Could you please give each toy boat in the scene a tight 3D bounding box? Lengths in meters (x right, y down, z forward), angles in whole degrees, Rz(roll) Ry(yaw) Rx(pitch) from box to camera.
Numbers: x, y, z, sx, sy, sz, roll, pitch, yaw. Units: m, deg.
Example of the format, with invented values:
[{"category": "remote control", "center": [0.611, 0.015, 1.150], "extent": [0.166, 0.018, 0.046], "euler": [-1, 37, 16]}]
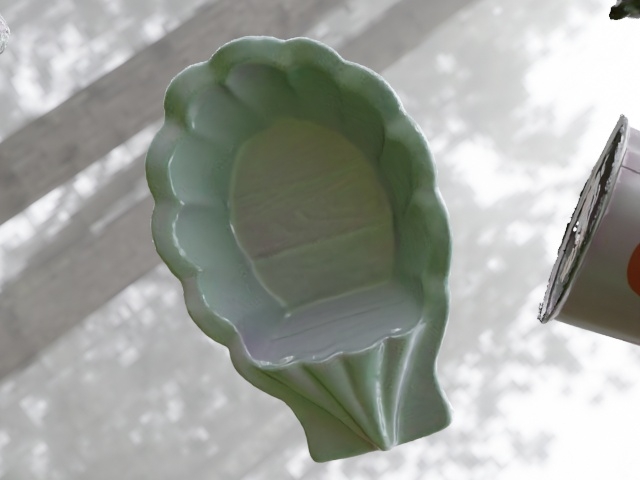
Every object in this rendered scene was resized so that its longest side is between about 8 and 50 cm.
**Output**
[{"category": "toy boat", "center": [0.000, 0.000, 1.322], "extent": [0.199, 0.100, 0.290], "euler": [-16, -84, 17]}]

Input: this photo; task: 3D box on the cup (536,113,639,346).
[{"category": "cup", "center": [0.355, 0.035, 1.699], "extent": [0.288, 0.203, 0.203], "euler": [21, -34, 1]}]

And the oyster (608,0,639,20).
[{"category": "oyster", "center": [0.324, -0.207, 1.074], "extent": [0.361, 0.096, 0.221], "euler": [8, -41, 7]}]

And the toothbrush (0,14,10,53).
[{"category": "toothbrush", "center": [-0.217, -0.184, 0.757], "extent": [0.288, 0.024, 0.026], "euler": [51, -13, -7]}]
